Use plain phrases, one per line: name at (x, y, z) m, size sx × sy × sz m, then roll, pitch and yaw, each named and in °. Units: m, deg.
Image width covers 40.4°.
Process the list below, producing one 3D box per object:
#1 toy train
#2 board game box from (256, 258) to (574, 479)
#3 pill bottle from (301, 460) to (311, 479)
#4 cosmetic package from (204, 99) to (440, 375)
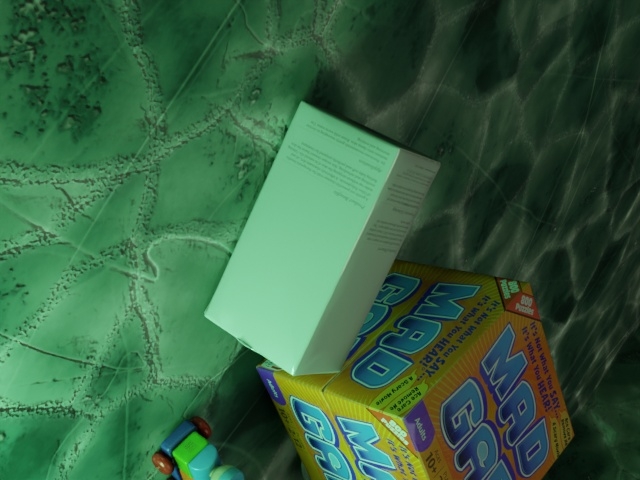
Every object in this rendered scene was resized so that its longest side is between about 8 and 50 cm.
toy train at (-0.180, 0.418, 1.455) m, size 0.105 × 0.143 × 0.248 m, roll -41°, pitch 145°, yaw -29°
board game box at (0.177, 0.291, 1.564) m, size 0.356 × 0.356 × 0.356 m, roll -40°, pitch 120°, yaw -31°
pill bottle at (0.088, 0.506, 1.905) m, size 0.169 × 0.169 × 0.301 m, roll -57°, pitch 149°, yaw -6°
cosmetic package at (0.000, 0.000, 1.315) m, size 0.155 × 0.197 × 0.365 m, roll 7°, pitch 111°, yaw -59°
